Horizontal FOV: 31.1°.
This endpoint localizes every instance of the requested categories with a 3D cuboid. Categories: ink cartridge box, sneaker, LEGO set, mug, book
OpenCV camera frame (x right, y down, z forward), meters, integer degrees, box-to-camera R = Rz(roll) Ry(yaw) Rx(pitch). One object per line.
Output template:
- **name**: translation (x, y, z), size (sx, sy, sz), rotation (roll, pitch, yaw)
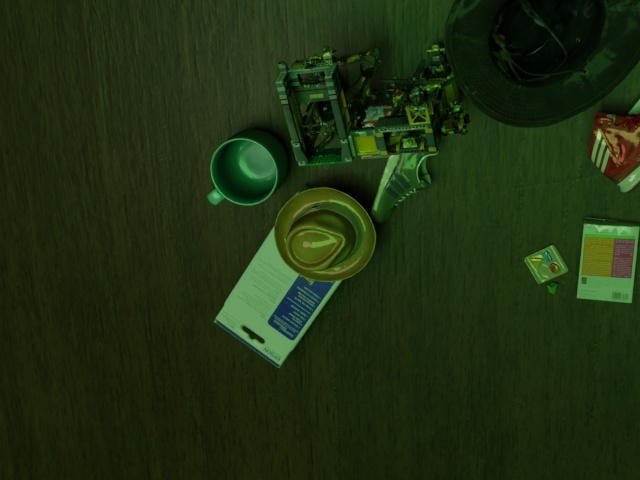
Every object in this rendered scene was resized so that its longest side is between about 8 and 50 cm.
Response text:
- **ink cartridge box**: translation (-0.054, 0.071, 2.186), size (0.165, 0.065, 0.333), rotation (36, 115, 2)
- **sneaker**: translation (0.153, -0.103, 2.047), size (0.086, 0.064, 0.192), rotation (21, 121, 7)
- **LEGO set**: translation (0.075, -0.265, 1.912), size (0.331, 0.255, 0.192), rotation (2, 127, 25)
- **sneaker**: translation (0.519, -0.190, 1.857), size (0.128, 0.087, 0.221), rotation (38, 115, 0)
- **mug**: translation (-0.137, -0.138, 2.113), size (0.157, 0.097, 0.129), rotation (-4, 109, 20)
- **book**: translation (0.504, 0.037, 2.013), size (0.096, 0.035, 0.144), rotation (6, 112, 12)

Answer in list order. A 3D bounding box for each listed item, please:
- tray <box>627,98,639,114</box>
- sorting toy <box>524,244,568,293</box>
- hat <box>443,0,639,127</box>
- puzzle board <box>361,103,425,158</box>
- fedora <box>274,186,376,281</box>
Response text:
- **tray**: translation (0.637, -0.159, 1.895), size (0.270, 0.030, 0.145), rotation (36, 117, 2)
- **sorting toy**: translation (0.411, 0.055, 2.059), size (0.062, 0.012, 0.083), rotation (-28, 99, 24)
- **hat**: translation (0.360, -0.352, 1.843), size (0.331, 0.134, 0.331), rotation (1, 119, 3)
- **puzzle board**: translation (0.127, -0.196, 2.054), size (0.128, 0.011, 0.096), rotation (-3, 109, 19)
- **fedora**: translation (0.000, 0.000, 2.064), size (0.194, 0.079, 0.194), rotation (6, 111, 15)
